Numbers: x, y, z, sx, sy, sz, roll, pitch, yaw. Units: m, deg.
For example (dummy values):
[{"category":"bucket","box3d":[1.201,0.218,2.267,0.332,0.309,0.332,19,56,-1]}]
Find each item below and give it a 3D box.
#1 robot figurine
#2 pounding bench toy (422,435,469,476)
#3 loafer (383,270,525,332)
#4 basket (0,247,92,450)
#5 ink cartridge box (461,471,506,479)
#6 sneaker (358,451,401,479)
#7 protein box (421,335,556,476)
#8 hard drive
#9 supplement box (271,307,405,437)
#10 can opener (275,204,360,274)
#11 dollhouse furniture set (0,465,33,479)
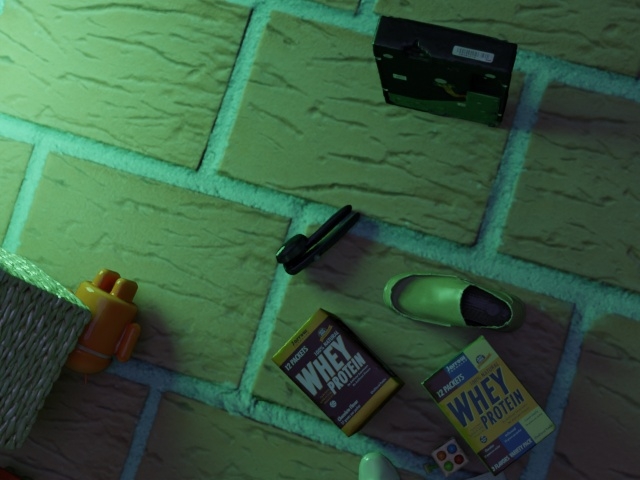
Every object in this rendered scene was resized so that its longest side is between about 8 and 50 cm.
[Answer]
[{"category":"robot figurine","box3d":[-0.441,0.165,1.839,0.158,0.128,0.219,28,86,-25]},{"category":"pounding bench toy","box3d":[0.227,0.407,1.741,0.083,0.065,0.052,-35,80,3]},{"category":"loafer","box3d":[0.250,0.111,1.762,0.269,0.092,0.101,7,84,9]},{"category":"basket","box3d":[-0.651,0.166,1.737,0.331,0.266,0.328,26,86,43]},{"category":"ink cartridge box","box3d":[0.272,0.514,1.744,0.179,0.045,0.145,-16,80,-13]},{"category":"sneaker","box3d":[0.115,0.497,1.731,0.080,0.094,0.212,-12,81,8]},{"category":"protein box","box3d":[0.295,0.288,1.677,0.136,0.201,0.199,-39,79,2]},{"category":"hard drive","box3d":[0.224,-0.297,1.695,0.237,0.339,0.064,14,83,11]},{"category":"supplement box","box3d":[0.037,0.240,1.726,0.194,0.191,0.129,44,90,12]},{"category":"can opener","box3d":[0.000,0.000,1.832,0.186,0.073,0.059,-34,71,-7]},{"category":"dollhouse furniture set","box3d":[-0.655,0.561,1.812,0.262,0.135,0.259,23,86,10]}]
